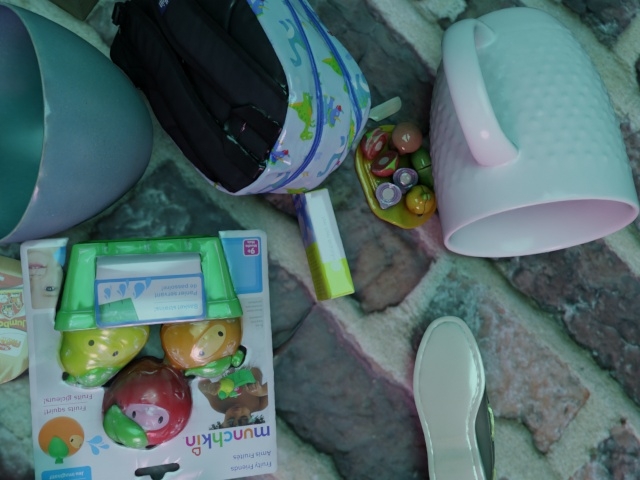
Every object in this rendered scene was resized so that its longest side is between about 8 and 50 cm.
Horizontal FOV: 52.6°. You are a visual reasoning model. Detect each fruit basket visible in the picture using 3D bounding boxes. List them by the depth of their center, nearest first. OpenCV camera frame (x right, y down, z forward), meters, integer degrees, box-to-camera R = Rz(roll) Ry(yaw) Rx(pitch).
[{"bbox_3d":[-0.221,0.166,0.870,0.327,0.165,0.353,-2,86,-15],"label":"fruit basket"}]

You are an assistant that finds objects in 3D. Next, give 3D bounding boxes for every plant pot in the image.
[{"bbox_3d":[-0.341,-0.141,0.853,0.195,0.290,0.290,-1,80,-50],"label":"plant pot"}]

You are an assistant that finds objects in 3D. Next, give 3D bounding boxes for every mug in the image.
[{"bbox_3d":[0.276,-0.178,0.950,0.374,0.276,0.328,19,61,-53],"label":"mug"}]

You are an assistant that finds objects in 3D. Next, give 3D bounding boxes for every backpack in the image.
[{"bbox_3d":[-0.102,-0.224,0.867,0.273,0.290,0.355,11,39,-41],"label":"backpack"}]

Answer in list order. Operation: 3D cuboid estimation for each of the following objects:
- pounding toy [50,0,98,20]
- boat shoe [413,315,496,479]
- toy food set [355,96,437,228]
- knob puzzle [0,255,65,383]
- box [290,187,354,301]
[{"bbox_3d":[-0.390,-0.416,0.946,0.141,0.100,0.130,31,75,-8],"label":"pounding toy"},{"bbox_3d":[0.210,0.270,0.996,0.109,0.091,0.305,-7,79,23],"label":"boat shoe"},{"bbox_3d":[0.127,-0.128,1.044,0.128,0.071,0.218,-21,87,-16],"label":"toy food set"},{"bbox_3d":[-0.462,0.116,0.886,0.213,0.030,0.213,2,81,-14],"label":"knob puzzle"},{"bbox_3d":[0.000,0.000,0.975,0.042,0.109,0.178,-13,85,-11],"label":"box"}]
